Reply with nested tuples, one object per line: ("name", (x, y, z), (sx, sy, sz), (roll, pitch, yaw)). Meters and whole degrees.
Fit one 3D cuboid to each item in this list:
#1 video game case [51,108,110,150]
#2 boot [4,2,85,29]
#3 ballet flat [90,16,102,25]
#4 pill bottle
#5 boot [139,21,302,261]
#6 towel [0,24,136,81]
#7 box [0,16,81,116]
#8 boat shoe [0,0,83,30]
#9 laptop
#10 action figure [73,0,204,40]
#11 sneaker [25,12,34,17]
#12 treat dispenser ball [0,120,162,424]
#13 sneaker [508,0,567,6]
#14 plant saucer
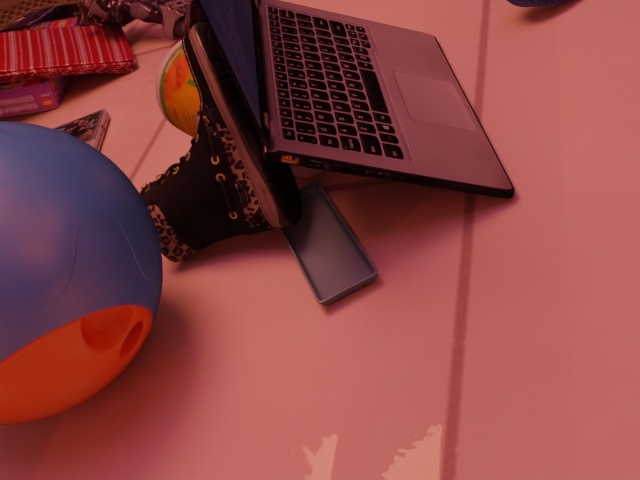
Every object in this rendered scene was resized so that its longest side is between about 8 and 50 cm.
("video game case", (-0.437, -0.130, 1.190), (0.190, 0.022, 0.173), (-18, 39, 11))
("boot", (-0.618, -0.483, 1.649), (0.208, 0.076, 0.190), (-24, 24, -7))
("ballet flat", (-0.381, -0.526, 1.563), (0.241, 0.091, 0.077), (-29, 16, -9))
("pill bottle", (-0.088, -0.167, 0.934), (0.136, 0.136, 0.245), (-43, 48, -20))
("boot", (-0.140, -0.100, 0.825), (0.178, 0.236, 0.085), (-21, 6, 26))
("towel", (-0.495, -0.348, 1.376), (0.274, 0.031, 0.199), (-10, 39, -18))
("box", (-0.589, -0.339, 1.454), (0.200, 0.057, 0.293), (-9, 40, 3))
("boat shoe", (-0.592, -0.555, 1.502), (0.500, 0.187, 0.156), (-27, 62, -6))
("laptop", (0.010, -0.271, 0.780), (0.407, 0.236, 0.382), (8, 38, -14))
("action figure", (-0.335, -0.440, 1.397), (0.284, 0.099, 0.185), (11, 33, 22))
("sneaker", (-0.677, -0.620, 1.810), (0.130, 0.109, 0.286), (-20, 37, 1))
("treat dispenser ball", (-0.297, 0.031, 0.714), (0.288, 0.288, 0.288), (-16, 40, 13))
("sneaker", (0.334, -0.409, 1.028), (0.296, 0.112, 0.131), (-39, 23, -18))
("plant saucer", (0.000, 0.000, 0.799), (0.067, 0.018, 0.192), (-28, 38, -2))
